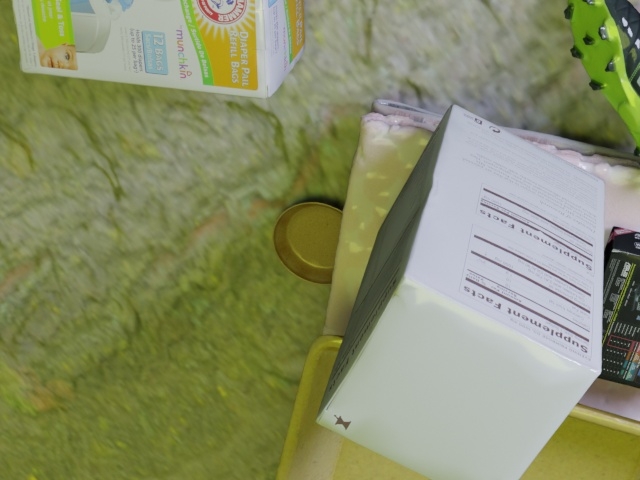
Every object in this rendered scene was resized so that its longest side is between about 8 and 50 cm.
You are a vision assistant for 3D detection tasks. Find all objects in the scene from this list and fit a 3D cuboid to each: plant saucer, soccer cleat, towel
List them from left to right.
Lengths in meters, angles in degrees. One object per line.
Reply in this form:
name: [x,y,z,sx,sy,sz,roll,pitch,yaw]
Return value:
plant saucer: [0.000,0.000,1.082,0.083,0.015,0.083,8,123,13]
plant saucer: [0.124,0.242,1.069,0.333,0.081,0.332,16,117,4]
towel: [0.170,0.056,1.035,0.332,0.053,0.317,13,123,7]
soccer cleat: [0.239,-0.121,0.909,0.179,0.072,0.060,61,160,-3]

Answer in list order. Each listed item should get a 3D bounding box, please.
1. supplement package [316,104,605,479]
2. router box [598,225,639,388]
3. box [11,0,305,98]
supplement package: [0.104,0.037,0.862,0.134,0.244,0.139,26,123,-3]
router box: [0.252,0.056,0.961,0.092,0.038,0.122,15,123,5]
box: [-0.120,-0.187,0.951,0.203,0.103,0.114,8,123,13]
